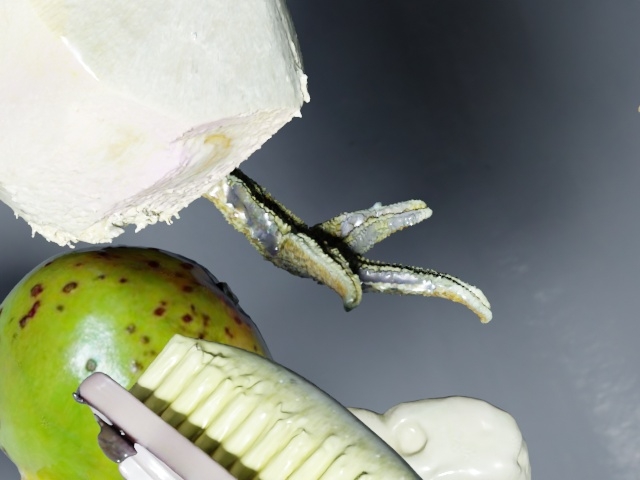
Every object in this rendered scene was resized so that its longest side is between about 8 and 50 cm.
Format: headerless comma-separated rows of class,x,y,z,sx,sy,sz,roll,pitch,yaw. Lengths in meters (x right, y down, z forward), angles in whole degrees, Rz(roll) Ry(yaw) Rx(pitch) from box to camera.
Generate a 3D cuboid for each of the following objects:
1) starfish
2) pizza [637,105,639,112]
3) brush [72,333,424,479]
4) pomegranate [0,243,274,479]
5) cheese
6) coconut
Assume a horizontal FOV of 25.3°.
starfish,0.000,0.000,0.788,0.208,0.053,0.176,18,13,-10
pizza,0.350,-0.121,1.153,0.184,0.176,0.036,53,36,-28
brush,0.040,0.115,0.425,0.067,0.313,0.072,-46,144,-14
pomegranate,-0.168,0.127,1.046,0.286,0.231,0.231,-33,89,-26
cheese,0.044,0.203,1.193,0.159,0.263,0.093,73,11,-58
coconut,-0.064,-0.065,0.464,0.116,0.122,0.116,26,46,-30
